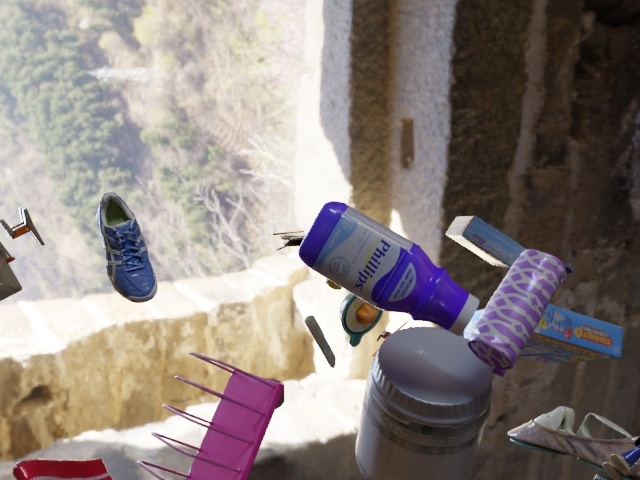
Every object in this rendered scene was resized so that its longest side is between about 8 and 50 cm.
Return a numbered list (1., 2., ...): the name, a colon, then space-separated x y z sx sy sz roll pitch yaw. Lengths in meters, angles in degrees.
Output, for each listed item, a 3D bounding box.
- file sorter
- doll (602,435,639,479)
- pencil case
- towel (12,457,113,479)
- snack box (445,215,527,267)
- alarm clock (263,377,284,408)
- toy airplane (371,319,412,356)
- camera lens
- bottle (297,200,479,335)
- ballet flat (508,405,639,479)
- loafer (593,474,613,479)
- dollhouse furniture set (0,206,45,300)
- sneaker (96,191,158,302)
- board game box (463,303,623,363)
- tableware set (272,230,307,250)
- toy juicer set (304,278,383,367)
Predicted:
1. file sorter: -0.259 0.421 1.546 0.202 0.182 0.290 2 65 52
2. doll: 0.584 0.348 1.182 0.046 0.189 0.129 49 155 31
3. pencil case: 0.317 0.109 1.080 0.086 0.206 0.088 22 155 43
4. towel: -0.282 0.400 0.909 0.275 0.199 0.031 41 87 24
5. snack box: 0.451 0.004 1.845 0.070 0.175 0.207 -57 1 1
6. alarm clock: -0.156 0.426 1.819 0.192 0.129 0.064 -164 71 -72
7. toy airplane: 0.195 0.256 1.789 0.028 0.151 0.151 55 152 -13
8. camera lens: 0.183 0.322 1.217 0.219 0.220 0.274 47 141 46
9. bottle: 0.108 0.049 1.051 0.283 0.092 0.118 31 101 5
10. ballet flat: 0.538 0.407 1.406 0.316 0.108 0.106 4 82 51
11. loafer: 0.687 0.566 1.462 0.220 0.078 0.080 -156 70 -75
12. dollhouse furniture set: -0.713 0.049 1.423 0.259 0.262 0.135 7 124 60
13. sneaker: -0.343 0.012 1.168 0.211 0.080 0.081 62 159 17
14. board game box: 0.614 0.262 1.884 0.302 0.308 0.086 147 138 -67
15. tableware set: 0.000 0.000 1.549 0.128 0.194 0.039 -166 73 -65
16. toy juicer set: 0.080 0.162 1.671 0.329 0.209 0.089 -55 42 -2
